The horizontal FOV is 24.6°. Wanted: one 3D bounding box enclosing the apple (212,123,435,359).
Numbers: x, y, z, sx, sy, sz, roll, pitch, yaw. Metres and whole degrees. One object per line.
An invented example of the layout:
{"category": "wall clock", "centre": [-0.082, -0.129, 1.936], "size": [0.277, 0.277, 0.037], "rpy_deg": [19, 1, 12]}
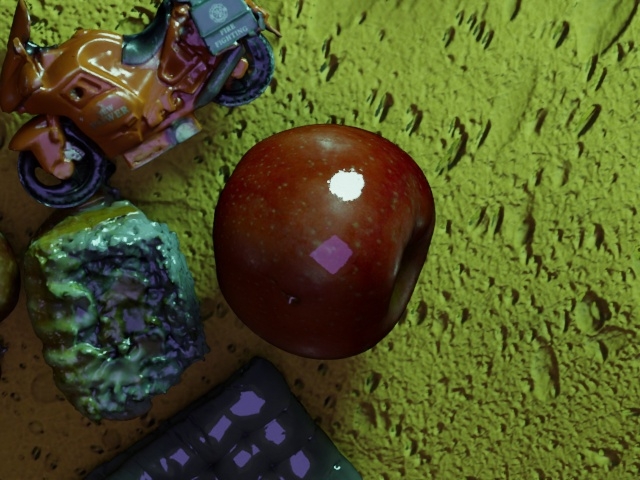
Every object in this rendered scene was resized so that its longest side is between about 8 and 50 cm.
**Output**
{"category": "apple", "centre": [0.000, 0.000, 1.595], "size": [0.216, 0.260, 0.260], "rpy_deg": [19, 102, 13]}

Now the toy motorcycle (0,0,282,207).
{"category": "toy motorcycle", "centre": [-0.212, -0.193, 1.576], "size": [0.326, 0.148, 0.221], "rpy_deg": [-31, 108, -3]}

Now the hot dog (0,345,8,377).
{"category": "hot dog", "centre": [-0.468, 0.167, 1.675], "size": [0.236, 0.062, 0.092], "rpy_deg": [-19, 122, -8]}

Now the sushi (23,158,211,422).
{"category": "sushi", "centre": [-0.231, 0.060, 1.637], "size": [0.184, 0.139, 0.274], "rpy_deg": [-16, 107, -5]}

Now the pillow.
{"category": "pillow", "centre": [-0.131, 0.313, 1.740], "size": [0.326, 0.101, 0.228], "rpy_deg": [-37, 105, 1]}

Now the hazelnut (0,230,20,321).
{"category": "hazelnut", "centre": [-0.405, 0.046, 1.614], "size": [0.143, 0.143, 0.154], "rpy_deg": [41, 97, -15]}
